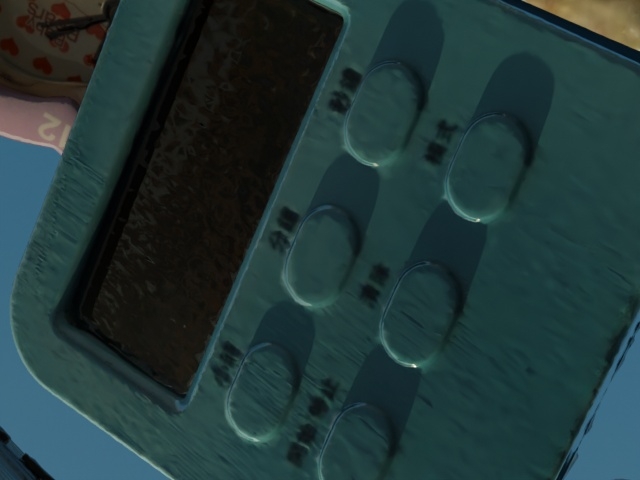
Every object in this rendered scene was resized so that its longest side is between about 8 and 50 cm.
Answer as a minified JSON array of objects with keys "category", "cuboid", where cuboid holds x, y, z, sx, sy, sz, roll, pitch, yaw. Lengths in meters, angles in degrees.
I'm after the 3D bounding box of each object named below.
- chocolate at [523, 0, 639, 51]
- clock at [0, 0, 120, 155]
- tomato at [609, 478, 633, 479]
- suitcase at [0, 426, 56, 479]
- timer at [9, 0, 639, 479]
[{"category":"chocolate","cuboid":[0.218,-0.152,0.938,0.309,0.134,0.134,40,-93,19]},{"category":"clock","cuboid":[-0.099,-0.113,0.689,0.198,0.064,0.172,28,-58,3]},{"category":"tomato","cuboid":[0.268,0.281,1.104,0.099,0.173,0.189,-6,-57,-8]},{"category":"suitcase","cuboid":[-0.242,0.249,0.946,0.202,0.128,0.312,-37,-70,-3]},{"category":"timer","cuboid":[0.000,0.000,0.544,0.250,0.091,0.231,26,-76,16]}]
